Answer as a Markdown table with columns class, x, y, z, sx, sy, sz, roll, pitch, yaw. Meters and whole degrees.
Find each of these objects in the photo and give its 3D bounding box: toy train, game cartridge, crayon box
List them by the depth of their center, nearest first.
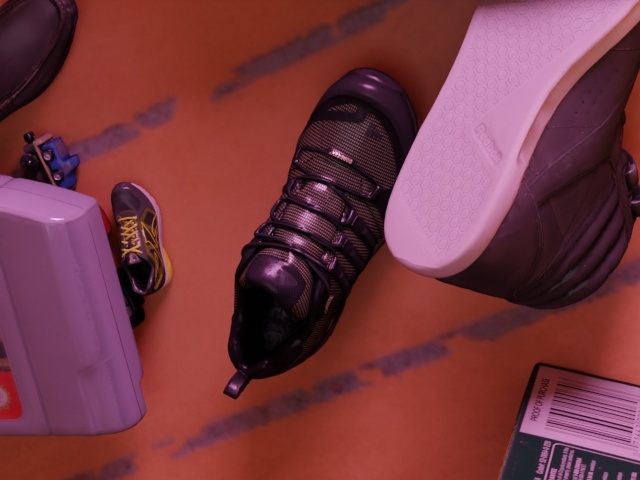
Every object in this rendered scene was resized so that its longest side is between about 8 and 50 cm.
| class | x | y | z | sx | sy | sz | roll | pitch | yaw |
| --- | --- | --- | --- | --- | --- | --- | --- | --- | --- |
| crayon box | 0.128 | 0.293 | 0.993 | 0.106 | 0.363 | 0.313 | 12 | 112 | 11 |
| toy train | -0.165 | -0.007 | 1.148 | 0.036 | 0.027 | 0.158 | -22 | 103 | 18 |
| game cartridge | -0.279 | 0.046 | 1.165 | 0.294 | 0.060 | 0.196 | -3 | 111 | 22 |

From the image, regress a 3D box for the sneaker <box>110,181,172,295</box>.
| class | x | y | z | sx | sy | sz | roll | pitch | yaw |
| --- | --- | --- | --- | --- | --- | --- | --- | --- | --- |
| sneaker | -0.126 | 0.000 | 1.135 | 0.031 | 0.035 | 0.083 | -15 | 105 | 19 |

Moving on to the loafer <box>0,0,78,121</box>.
| class | x | y | z | sx | sy | sz | roll | pitch | yaw |
| --- | --- | --- | --- | --- | --- | --- | --- | --- | --- |
| loafer | -0.228 | -0.107 | 1.110 | 0.062 | 0.061 | 0.170 | 42 | 114 | -1 |

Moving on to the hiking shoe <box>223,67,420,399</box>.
| class | x | y | z | sx | sy | sz | roll | pitch | yaw |
| --- | --- | --- | --- | --- | --- | --- | --- | --- | --- |
| hiking shoe | 0.000 | 0.000 | 1.057 | 0.086 | 0.114 | 0.226 | 22 | 114 | 6 |

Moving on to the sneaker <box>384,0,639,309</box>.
| class | x | y | z | sx | sy | sz | roll | pitch | yaw |
| --- | --- | --- | --- | --- | --- | --- | --- | --- | --- |
| sneaker | 0.160 | -0.089 | 1.000 | 0.105 | 0.147 | 0.295 | 28 | 87 | 42 |
